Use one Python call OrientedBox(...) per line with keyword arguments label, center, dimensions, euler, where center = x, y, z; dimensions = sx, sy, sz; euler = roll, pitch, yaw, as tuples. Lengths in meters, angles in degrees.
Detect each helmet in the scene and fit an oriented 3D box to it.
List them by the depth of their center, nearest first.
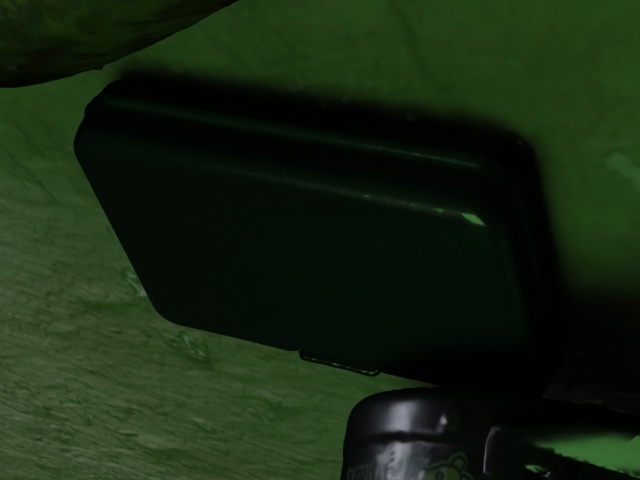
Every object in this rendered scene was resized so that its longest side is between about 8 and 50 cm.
OrientedBox(label="helmet", center=(0.120, 0.172, 0.742), dimensions=(0.230, 0.160, 0.279), euler=(25, 163, -27))

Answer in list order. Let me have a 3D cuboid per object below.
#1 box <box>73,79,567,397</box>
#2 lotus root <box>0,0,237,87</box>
OrientedBox(label="box", center=(0.000, 0.000, 0.744), dimensions=(0.230, 0.050, 0.160), euler=(11, 144, 26))
OrientedBox(label="lotus root", center=(-0.111, -0.139, 0.541), dimensions=(0.309, 0.173, 0.173), euler=(-14, 128, 47))
